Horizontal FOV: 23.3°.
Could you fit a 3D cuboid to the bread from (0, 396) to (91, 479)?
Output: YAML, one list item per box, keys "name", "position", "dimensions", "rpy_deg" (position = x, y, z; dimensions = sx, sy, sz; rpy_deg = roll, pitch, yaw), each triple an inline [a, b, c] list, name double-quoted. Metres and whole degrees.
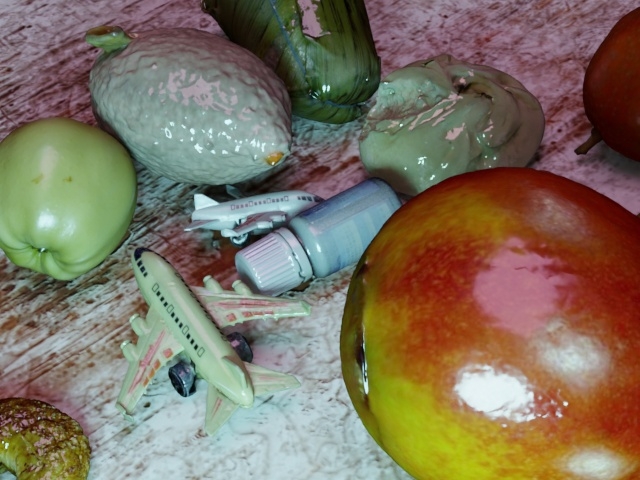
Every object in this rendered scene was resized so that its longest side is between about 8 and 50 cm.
- name: "bread"
  position: [-0.335, 0.242, 1.633]
  dimensions: [0.193, 0.064, 0.193]
  rpy_deg: [-3, 47, 4]

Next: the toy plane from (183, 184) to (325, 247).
- name: "toy plane"
  position: [-0.077, -0.031, 1.873]
  dimensions: [0.171, 0.065, 0.162]
  rpy_deg: [3, 20, -3]

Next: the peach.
- name: "peach"
  position: [0.211, 0.098, 1.500]
  dimensions: [0.370, 0.370, 0.370]
  rpy_deg: [-4, 43, 4]

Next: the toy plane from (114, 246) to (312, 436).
- name: "toy plane"
  position: [-0.140, 0.101, 1.723]
  dimensions: [0.242, 0.104, 0.256]
  rpy_deg: [-29, 47, -18]

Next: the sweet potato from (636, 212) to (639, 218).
- name: "sweet potato"
  position: [0.370, -0.008, 1.800]
  dimensions: [0.202, 0.058, 0.055]
  rpy_deg: [-22, 66, -16]

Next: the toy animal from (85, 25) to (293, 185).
- name: "toy animal"
  position: [-0.165, -0.165, 1.931]
  dimensions: [0.227, 0.188, 0.358]
  rpy_deg: [-7, 23, -33]

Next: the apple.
- name: "apple"
  position: [-0.312, -0.055, 1.857]
  dimensions: [0.200, 0.200, 0.200]
  rpy_deg: [-4, 43, 4]

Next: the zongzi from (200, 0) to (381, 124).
- name: "zongzi"
  position: [0.014, -0.362, 2.031]
  dimensions: [0.160, 0.360, 0.323]
  rpy_deg: [8, 33, -43]

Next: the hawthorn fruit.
- name: "hawthorn fruit"
  position: [0.401, -0.178, 1.904]
  dimensions: [0.225, 0.196, 0.196]
  rpy_deg: [-39, 44, 11]

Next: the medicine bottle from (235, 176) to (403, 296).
- name: "medicine bottle"
  position: [0.000, 0.000, 1.823]
  dimensions: [0.203, 0.083, 0.083]
  rpy_deg: [-26, 46, -20]

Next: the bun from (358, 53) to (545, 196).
- name: "bun"
  position: [0.158, -0.153, 1.939]
  dimensions: [0.237, 0.116, 0.210]
  rpy_deg: [-20, 45, -16]
